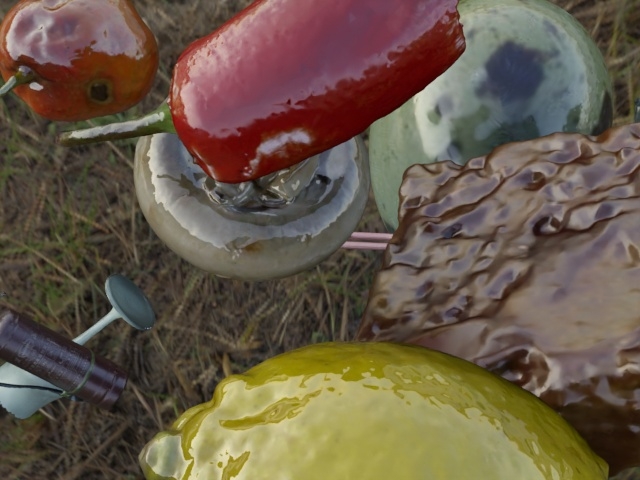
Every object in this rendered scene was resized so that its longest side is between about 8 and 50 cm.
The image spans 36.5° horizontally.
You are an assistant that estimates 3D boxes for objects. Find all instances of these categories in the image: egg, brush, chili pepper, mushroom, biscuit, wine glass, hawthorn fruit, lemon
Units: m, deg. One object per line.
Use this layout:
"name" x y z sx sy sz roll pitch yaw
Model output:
"egg" 0.242 -0.151 1.432 0.345 0.345 0.428 22 96 7
"brush" 0.000 0.000 1.290 0.233 0.103 0.047 5 106 12
"chili pepper" -0.053 -0.115 0.771 0.338 0.134 0.131 -28 87 1
"mushroom" -0.064 -0.072 0.920 0.226 0.178 0.226 1 61 -1
"biscuit" 0.227 0.054 1.004 0.343 0.166 0.395 -7 39 25
"wine glass" -0.284 0.124 1.102 0.195 0.079 0.079 -36 71 15
"hawthorn fruit" -0.298 -0.173 1.020 0.165 0.165 0.285 34 46 11
"lemon" 0.048 0.207 0.683 0.316 0.285 0.285 -13 68 -24

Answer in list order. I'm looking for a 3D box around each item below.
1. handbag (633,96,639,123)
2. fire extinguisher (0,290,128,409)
"handbag" 0.511 -0.093 1.201 0.270 0.089 0.175 12 94 32
"fire extinguisher" -0.254 0.106 0.868 0.157 0.045 0.078 34 85 -26
